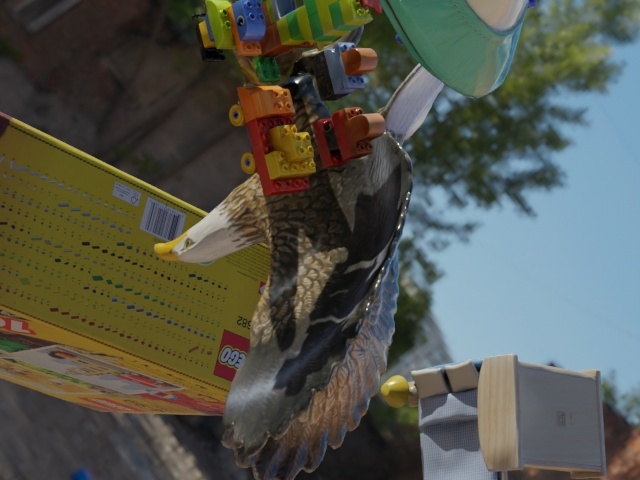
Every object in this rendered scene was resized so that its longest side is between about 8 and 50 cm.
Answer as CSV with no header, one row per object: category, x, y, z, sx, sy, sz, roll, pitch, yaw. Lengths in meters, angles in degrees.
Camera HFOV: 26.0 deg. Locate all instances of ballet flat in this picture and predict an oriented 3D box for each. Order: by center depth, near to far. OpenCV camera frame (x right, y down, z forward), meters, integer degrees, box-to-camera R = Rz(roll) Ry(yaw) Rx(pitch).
ballet flat,0.050,-0.149,0.589,0.087,0.083,0.247,-4,-37,35

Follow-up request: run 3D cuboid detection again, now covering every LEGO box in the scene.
LEGO box,-0.318,0.043,1.577,0.500,0.193,0.372,27,-22,-39

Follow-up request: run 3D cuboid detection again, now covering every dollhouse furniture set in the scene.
dollhouse furniture set,0.184,0.287,1.770,0.198,0.303,0.286,14,70,-45

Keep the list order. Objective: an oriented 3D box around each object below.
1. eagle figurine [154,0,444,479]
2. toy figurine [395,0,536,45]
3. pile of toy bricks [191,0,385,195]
eagle figurine,-0.009,0.004,0.961,0.226,0.225,0.298,4,64,-45
toy figurine,0.159,-0.306,1.501,0.191,0.362,0.217,44,-43,10
pile of toy bricks,-0.006,-0.143,0.858,0.105,0.118,0.212,-20,-97,45
